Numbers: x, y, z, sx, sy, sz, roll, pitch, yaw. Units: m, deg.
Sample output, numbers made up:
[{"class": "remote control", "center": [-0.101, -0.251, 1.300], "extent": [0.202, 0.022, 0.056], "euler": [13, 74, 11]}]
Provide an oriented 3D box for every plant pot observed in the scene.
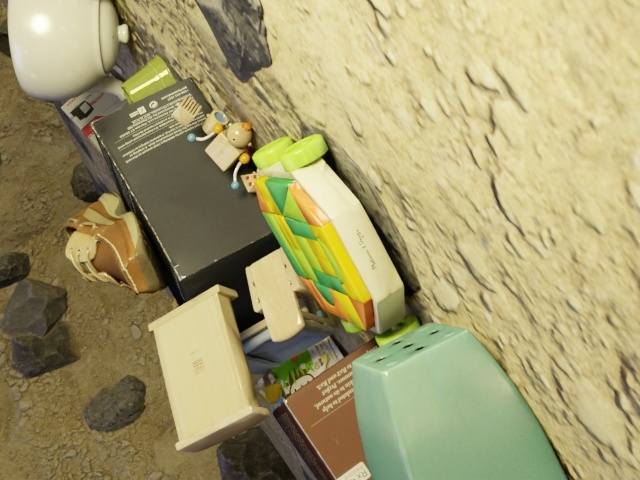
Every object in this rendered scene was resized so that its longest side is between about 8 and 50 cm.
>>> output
[{"class": "plant pot", "center": [0.135, 0.216, 1.001], "extent": [0.234, 0.165, 0.165], "euler": [66, 165, -6]}, {"class": "plant pot", "center": [-0.293, -0.260, 1.605], "extent": [0.083, 0.079, 0.083], "euler": [52, 165, 20]}]

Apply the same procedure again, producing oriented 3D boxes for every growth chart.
[{"class": "growth chart", "center": [-0.024, 0.228, 1.590], "extent": [0.021, 0.172, 0.237], "euler": [28, -166, -47]}]

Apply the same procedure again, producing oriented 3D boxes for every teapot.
[{"class": "teapot", "center": [-0.433, -0.370, 1.663], "extent": [0.256, 0.187, 0.252], "euler": [-107, 15, -80]}]

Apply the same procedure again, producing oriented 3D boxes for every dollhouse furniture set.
[{"class": "dollhouse furniture set", "center": [-0.057, 0.191, 1.427], "extent": [0.303, 0.286, 0.198], "euler": [25, -139, -55]}]

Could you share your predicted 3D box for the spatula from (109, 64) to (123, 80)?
[{"class": "spatula", "center": [-0.474, -0.398, 2.057], "extent": [0.242, 0.019, 0.168], "euler": [40, 156, 52]}]

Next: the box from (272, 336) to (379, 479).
[{"class": "box", "center": [0.049, 0.263, 1.361], "extent": [0.167, 0.168, 0.203], "euler": [56, 165, 9]}]

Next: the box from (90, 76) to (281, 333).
[{"class": "box", "center": [-0.194, -0.024, 1.531], "extent": [0.312, 0.179, 0.343], "euler": [58, 167, 23]}]

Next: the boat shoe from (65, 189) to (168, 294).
[{"class": "boat shoe", "center": [-0.323, 0.020, 1.449], "extent": [0.122, 0.120, 0.324], "euler": [67, 166, -22]}]

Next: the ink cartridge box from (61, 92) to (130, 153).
[{"class": "ink cartridge box", "center": [-0.468, -0.275, 2.037], "extent": [0.175, 0.127, 0.072], "euler": [40, 171, 45]}]

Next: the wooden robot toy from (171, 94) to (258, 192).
[{"class": "wooden robot toy", "center": [-0.124, -0.149, 1.335], "extent": [0.173, 0.076, 0.079], "euler": [48, 128, 0]}]

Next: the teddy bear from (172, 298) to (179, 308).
[{"class": "teddy bear", "center": [-0.294, 0.114, 2.251], "extent": [0.245, 0.113, 0.338], "euler": [1, 119, 40]}]

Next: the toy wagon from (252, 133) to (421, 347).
[{"class": "toy wagon", "center": [0.000, 0.000, 1.180], "extent": [0.267, 0.068, 0.344], "euler": [62, 166, -14]}]

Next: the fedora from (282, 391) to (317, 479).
[{"class": "fedora", "center": [0.008, 0.330, 1.650], "extent": [0.244, 0.124, 0.275], "euler": [91, 155, -65]}]
